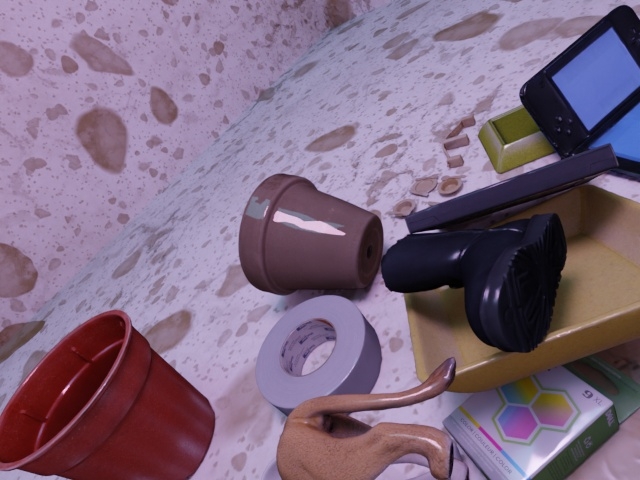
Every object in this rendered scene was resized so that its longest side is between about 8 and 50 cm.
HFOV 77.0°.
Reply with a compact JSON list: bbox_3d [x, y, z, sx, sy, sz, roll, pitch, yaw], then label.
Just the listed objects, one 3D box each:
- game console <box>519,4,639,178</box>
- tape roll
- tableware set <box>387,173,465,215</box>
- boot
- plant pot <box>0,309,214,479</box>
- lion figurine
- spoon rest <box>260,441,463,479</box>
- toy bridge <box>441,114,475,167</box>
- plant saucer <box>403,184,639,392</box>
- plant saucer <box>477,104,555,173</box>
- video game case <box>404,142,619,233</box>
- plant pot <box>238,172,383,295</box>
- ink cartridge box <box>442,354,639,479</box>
[{"bbox_3d":[0.560,-0.270,0.702,0.293,0.250,0.173,-40,7,-7],"label":"game console"},{"bbox_3d":[-0.005,0.205,0.711,0.219,0.072,0.219,-24,36,19],"label":"tape roll"},{"bbox_3d":[0.242,-0.097,0.906,0.141,0.020,0.168,9,54,48],"label":"tableware set"},{"bbox_3d":[0.159,0.046,0.484,0.207,0.094,0.247,-12,15,43],"label":"boot"},{"bbox_3d":[-0.352,0.312,0.718,0.273,0.265,0.272,-24,34,18],"label":"plant pot"},{"bbox_3d":[0.013,0.292,0.406,0.241,0.142,0.391,4,89,29],"label":"lion figurine"},{"bbox_3d":[0.040,0.317,0.499,0.277,0.084,0.137,-23,74,17],"label":"spoon rest"},{"bbox_3d":[0.335,-0.243,0.998,0.063,0.026,0.188,-7,43,41],"label":"toy bridge"},{"bbox_3d":[0.285,0.062,0.548,0.333,0.080,0.332,-27,14,15],"label":"plant saucer"},{"bbox_3d":[0.451,-0.246,0.877,0.188,0.045,0.188,-22,36,21],"label":"plant saucer"},{"bbox_3d":[0.301,-0.070,0.661,0.275,0.035,0.248,-20,-6,26],"label":"video game case"},{"bbox_3d":[0.000,0.000,0.832,0.230,0.263,0.263,10,53,27],"label":"plant pot"},{"bbox_3d":[0.264,0.200,0.477,0.209,0.062,0.109,-38,31,-4],"label":"ink cartridge box"}]
